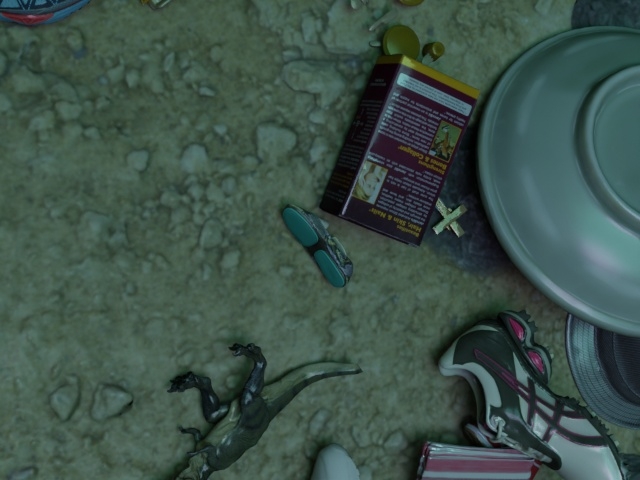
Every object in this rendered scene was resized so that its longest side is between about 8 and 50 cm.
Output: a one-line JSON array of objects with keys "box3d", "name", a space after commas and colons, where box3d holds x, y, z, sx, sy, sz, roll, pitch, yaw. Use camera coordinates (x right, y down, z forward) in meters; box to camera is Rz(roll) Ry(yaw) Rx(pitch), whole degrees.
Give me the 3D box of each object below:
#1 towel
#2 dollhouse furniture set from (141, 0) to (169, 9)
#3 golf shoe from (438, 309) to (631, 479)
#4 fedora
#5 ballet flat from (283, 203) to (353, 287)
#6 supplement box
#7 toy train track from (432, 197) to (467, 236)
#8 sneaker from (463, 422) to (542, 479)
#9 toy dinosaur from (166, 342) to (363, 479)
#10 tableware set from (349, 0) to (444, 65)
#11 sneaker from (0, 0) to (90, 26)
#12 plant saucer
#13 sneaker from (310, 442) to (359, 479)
[{"box3d": [0.166, 0.330, 1.078, 0.144, 0.029, 0.197, 7, 105, -18], "name": "towel"}, {"box3d": [-0.142, -0.317, 0.959, 0.151, 0.058, 0.076, -43, 103, -14], "name": "dollhouse furniture set"}, {"box3d": [0.247, 0.215, 1.049, 0.120, 0.105, 0.273, -28, 69, -17], "name": "golf shoe"}, {"box3d": [0.460, 0.121, 1.143, 0.275, 0.124, 0.244, -17, 96, -18], "name": "fedora"}, {"box3d": [0.000, 0.000, 1.030, 0.041, 0.041, 0.114, -38, 103, -15], "name": "ballet flat"}, {"box3d": [0.087, -0.100, 1.018, 0.104, 0.081, 0.188, 21, 93, -19], "name": "supplement box"}, {"box3d": [0.142, -0.040, 1.089, 0.048, 0.014, 0.083, -38, 97, -8], "name": "toy train track"}, {"box3d": [0.229, 0.242, 1.108, 0.118, 0.042, 0.067, 44, 79, -20], "name": "sneaker"}, {"box3d": [-0.088, 0.177, 0.990, 0.268, 0.064, 0.118, -37, 109, -17], "name": "toy dinosaur"}, {"box3d": [0.089, -0.270, 1.062, 0.104, 0.024, 0.154, -41, 102, -17], "name": "tableware set"}, {"box3d": [-0.326, -0.263, 0.861, 0.262, 0.125, 0.104, -7, 94, -19], "name": "sneaker"}, {"box3d": [0.385, -0.090, 1.060, 0.400, 0.100, 0.400, 3, 72, -11], "name": "plant saucer"}, {"box3d": [-0.008, 0.342, 1.008, 0.095, 0.090, 0.235, 5, 88, -10], "name": "sneaker"}]
